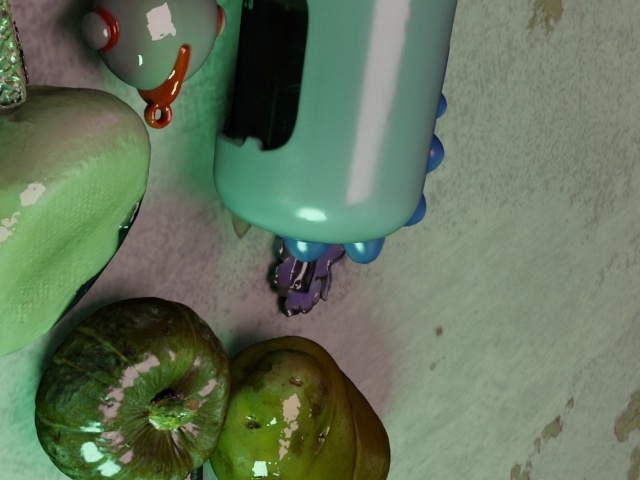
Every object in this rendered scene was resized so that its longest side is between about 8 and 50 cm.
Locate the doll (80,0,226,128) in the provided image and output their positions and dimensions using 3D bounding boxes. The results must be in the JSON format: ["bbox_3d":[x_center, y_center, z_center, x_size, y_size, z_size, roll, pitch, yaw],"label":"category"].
[{"bbox_3d":[-0.166,-0.277,1.561,0.199,0.105,0.337,-16,108,-46],"label":"doll"}]

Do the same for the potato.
[{"bbox_3d":[-0.018,0.235,1.876,0.176,0.195,0.369,-33,148,8],"label":"potato"}]

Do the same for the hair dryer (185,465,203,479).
[{"bbox_3d":[-0.229,0.316,1.724,0.271,0.091,0.236,8,88,-46],"label":"hair dryer"}]

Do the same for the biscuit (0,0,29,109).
[{"bbox_3d":[-0.372,-0.164,1.305,0.250,0.046,0.147,-9,117,-8],"label":"biscuit"}]

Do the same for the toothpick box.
[{"bbox_3d":[0.021,-0.146,1.702,0.263,0.263,0.355,-5,109,-48],"label":"toothpick box"}]

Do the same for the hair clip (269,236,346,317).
[{"bbox_3d":[0.001,0.001,1.887,0.124,0.052,0.195,10,101,-44],"label":"hair clip"}]

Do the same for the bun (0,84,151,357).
[{"bbox_3d":[-0.294,-0.031,1.446,0.283,0.179,0.283,-49,164,-19],"label":"bun"}]

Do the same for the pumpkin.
[{"bbox_3d":[-0.180,0.166,1.657,0.219,0.162,0.219,-14,111,-42],"label":"pumpkin"}]
